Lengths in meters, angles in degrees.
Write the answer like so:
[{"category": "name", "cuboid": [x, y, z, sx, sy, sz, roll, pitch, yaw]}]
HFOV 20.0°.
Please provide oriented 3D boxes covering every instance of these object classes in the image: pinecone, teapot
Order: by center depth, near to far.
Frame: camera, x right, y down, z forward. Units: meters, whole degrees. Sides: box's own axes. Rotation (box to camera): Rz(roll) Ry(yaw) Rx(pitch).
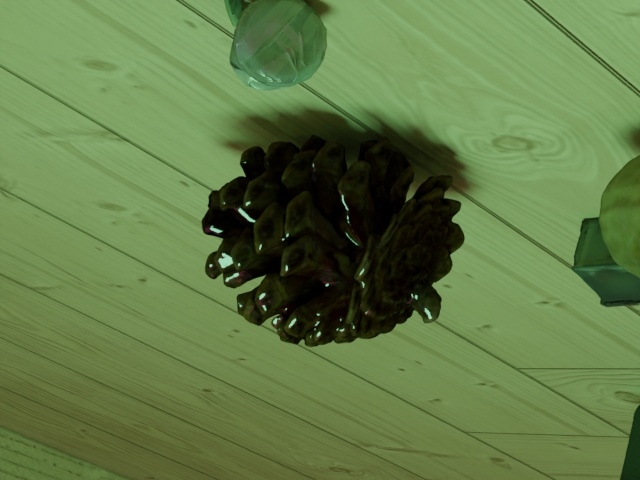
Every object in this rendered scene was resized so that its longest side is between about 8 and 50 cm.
[{"category": "teapot", "cuboid": [-0.038, -0.139, 1.240, 0.083, 0.064, 0.064, 49, 164, -4]}, {"category": "pinecone", "cuboid": [-0.001, 0.002, 1.442, 0.212, 0.168, 0.185, 4, 165, 22]}]

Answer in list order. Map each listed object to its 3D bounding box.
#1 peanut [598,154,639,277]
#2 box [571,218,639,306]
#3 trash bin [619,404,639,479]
[{"category": "peanut", "cuboid": [0.335, -0.007, 1.276, 0.275, 0.111, 0.125, 6, 165, 22]}, {"category": "box", "cuboid": [0.254, 0.015, 1.486, 0.085, 0.060, 0.063, -5, 150, 47]}, {"category": "trash bin", "cuboid": [0.480, 0.227, 1.815, 0.223, 0.158, 0.343, 20, 166, -17]}]
